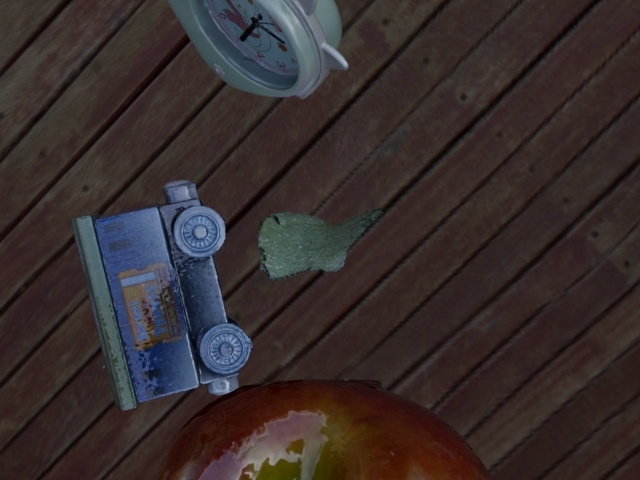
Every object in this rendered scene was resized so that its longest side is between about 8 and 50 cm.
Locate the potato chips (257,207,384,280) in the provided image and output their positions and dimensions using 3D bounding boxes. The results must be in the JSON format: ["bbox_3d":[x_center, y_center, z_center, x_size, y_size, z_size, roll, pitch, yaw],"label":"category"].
[{"bbox_3d":[0.001,-0.007,1.645,0.228,0.167,0.059,-5,128,-10],"label":"potato chips"}]

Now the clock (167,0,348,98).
[{"bbox_3d":[-0.086,-0.336,1.439,0.108,0.324,0.265,-49,134,-22],"label":"clock"}]

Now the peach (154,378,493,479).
[{"bbox_3d":[0.005,0.279,0.859,0.335,0.406,0.310,-10,69,13],"label":"peach"}]

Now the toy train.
[{"bbox_3d":[-0.211,0.076,1.296,0.202,0.131,0.300,-13,96,-9],"label":"toy train"}]
